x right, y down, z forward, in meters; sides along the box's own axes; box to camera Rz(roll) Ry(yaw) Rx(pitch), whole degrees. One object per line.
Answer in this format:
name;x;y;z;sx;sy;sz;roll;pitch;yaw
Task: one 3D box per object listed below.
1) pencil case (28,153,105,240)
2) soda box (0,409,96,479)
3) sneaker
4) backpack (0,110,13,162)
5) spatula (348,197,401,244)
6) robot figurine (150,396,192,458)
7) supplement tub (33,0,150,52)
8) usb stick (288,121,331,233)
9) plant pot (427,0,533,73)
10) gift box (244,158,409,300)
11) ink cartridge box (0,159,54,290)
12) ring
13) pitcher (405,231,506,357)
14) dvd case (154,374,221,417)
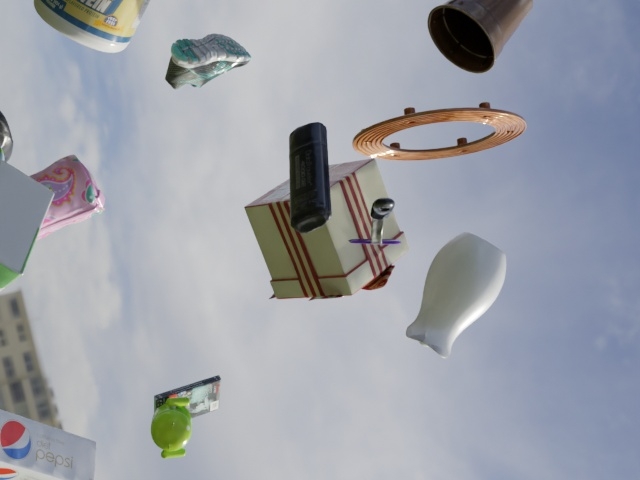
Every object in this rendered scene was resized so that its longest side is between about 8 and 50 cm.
pencil case;-0.509;-0.037;1.814;0.124;0.284;0.124;55;-14;22
soda box;-0.400;0.284;1.429;0.069;0.216;0.074;-25;-126;28
sneaker;-0.177;-0.271;1.648;0.065;0.166;0.076;48;-54;22
backpack;-0.759;-0.087;2.118;0.273;0.355;0.290;44;-30;-4
spatula;0.085;-0.023;1.590;0.296;0.084;0.030;90;1;-76
robot figurine;-0.244;0.305;1.756;0.115;0.067;0.101;-143;-119;-82
supplement tub;-0.292;-0.377;1.478;0.200;0.144;0.144;-58;-137;19
usb stick;-0.019;-0.115;1.881;0.278;0.077;0.045;-93;157;-51
plant pot;0.330;-0.450;2.152;0.167;0.165;0.167;37;-23;18
gift box;0.000;0.000;2.297;0.255;0.276;0.258;-4;-66;47
ink cartridge box;-0.479;0.011;1.481;0.212;0.093;0.154;-33;-145;38
ring;0.226;-0.210;2.066;0.336;0.336;0.032;151;-65;-65
pitcher;0.230;0.096;1.861;0.125;0.207;0.178;30;-3;2
dvd case;-0.229;0.278;1.841;0.013;0.119;0.087;57;-28;38
